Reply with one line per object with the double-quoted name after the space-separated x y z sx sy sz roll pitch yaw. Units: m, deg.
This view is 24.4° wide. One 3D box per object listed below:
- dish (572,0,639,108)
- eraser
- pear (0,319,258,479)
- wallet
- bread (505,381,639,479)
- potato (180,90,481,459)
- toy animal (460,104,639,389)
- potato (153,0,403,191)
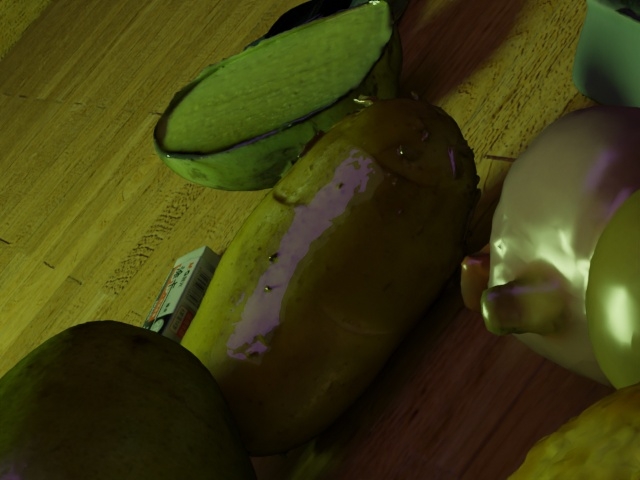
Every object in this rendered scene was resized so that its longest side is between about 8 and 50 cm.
0.269 -0.167 1.053 0.182 0.080 0.243 -46 23 4 "dish"
-0.139 0.062 1.447 0.052 0.029 0.122 -23 33 43 "eraser"
-0.158 0.209 0.969 0.253 0.253 0.307 -29 35 36 "pear"
-0.015 -0.209 1.619 0.231 0.069 0.170 -20 31 45 "wallet"
0.156 0.199 0.521 0.358 0.204 0.337 -47 28 -3 "bread"
0.007 0.024 1.122 0.300 0.140 0.173 -56 31 -5 "potato"
0.192 0.019 0.793 0.195 0.169 0.281 -14 23 -12 "toy animal"
-0.026 -0.116 1.434 0.272 0.111 0.160 -20 40 22 "potato"
